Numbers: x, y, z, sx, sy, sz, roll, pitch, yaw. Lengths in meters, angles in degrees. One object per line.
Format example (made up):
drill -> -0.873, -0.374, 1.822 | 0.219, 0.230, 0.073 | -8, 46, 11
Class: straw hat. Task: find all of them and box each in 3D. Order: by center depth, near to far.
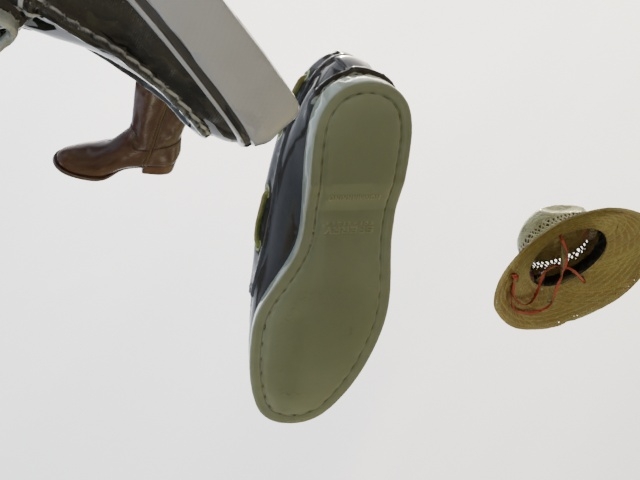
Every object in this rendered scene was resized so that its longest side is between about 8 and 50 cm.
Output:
straw hat -> 0.196, 0.004, 1.536 | 0.144, 0.061, 0.144 | -14, -41, -13

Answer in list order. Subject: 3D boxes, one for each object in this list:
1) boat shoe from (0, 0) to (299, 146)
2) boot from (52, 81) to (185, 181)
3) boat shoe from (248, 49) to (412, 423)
boat shoe -> -0.148, -0.131, 0.819 | 0.105, 0.306, 0.113 | -49, 9, -4
boot -> -0.152, -0.096, 1.486 | 0.106, 0.037, 0.114 | -5, -33, -22
boat shoe -> 0.000, 0.000, 1.127 | 0.081, 0.069, 0.228 | 5, -66, -22
